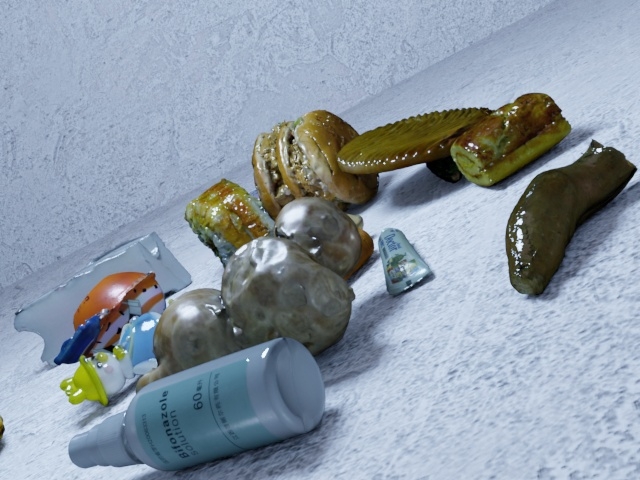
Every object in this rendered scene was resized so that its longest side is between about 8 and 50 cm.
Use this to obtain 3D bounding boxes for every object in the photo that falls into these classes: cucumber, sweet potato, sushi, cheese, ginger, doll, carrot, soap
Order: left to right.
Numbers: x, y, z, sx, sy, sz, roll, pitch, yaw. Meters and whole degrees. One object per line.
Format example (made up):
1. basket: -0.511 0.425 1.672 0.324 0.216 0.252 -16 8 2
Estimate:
1. soap: -0.476 0.127 1.965 0.258 0.159 0.302 -18 19 35
2. cheese: -0.391 0.150 1.643 0.217 0.129 0.329 -53 -2 12
3. doll: -0.319 0.196 1.484 0.241 0.135 0.098 -32 -19 -20
4. sushi: -0.178 -0.021 1.822 0.139 0.184 0.274 -37 18 -10
5. ginger: -0.094 0.102 1.192 0.375 0.176 0.256 -39 22 3
6. carrot: 0.015 0.054 1.389 0.061 0.061 0.256 -18 20 41
7. cucumber: 0.231 -0.158 1.699 0.068 0.067 0.293 -27 14 9
8. sweet potato: 0.289 -0.036 1.071 0.112 0.085 0.286 -10 24 45

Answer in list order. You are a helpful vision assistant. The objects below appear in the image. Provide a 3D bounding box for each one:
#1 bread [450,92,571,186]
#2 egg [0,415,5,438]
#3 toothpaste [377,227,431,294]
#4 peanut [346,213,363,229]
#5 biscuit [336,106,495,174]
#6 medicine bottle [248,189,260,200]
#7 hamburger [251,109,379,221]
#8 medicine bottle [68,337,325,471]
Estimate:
1. bread: 0.314 -0.170 1.482 0.172 0.103 0.132 -33 10 -5
2. egg: -0.701 0.353 1.543 0.264 0.174 0.286 -38 18 -18
3. toothpaste: 0.118 0.023 1.334 0.067 0.037 0.255 -28 17 6
4. peanut: 0.000 0.000 1.586 0.175 0.080 0.080 -22 15 23
5. biscuit: 0.181 -0.195 1.681 0.318 0.040 0.318 -16 16 5
6. medicine bottle: -0.121 -0.069 2.055 0.119 0.094 0.188 -37 15 -22
7. hamburger: -0.013 -0.152 1.861 0.211 0.245 0.260 -26 -15 28
8. medicine bottle: -0.163 0.212 1.046 0.352 0.110 0.110 -23 15 29
